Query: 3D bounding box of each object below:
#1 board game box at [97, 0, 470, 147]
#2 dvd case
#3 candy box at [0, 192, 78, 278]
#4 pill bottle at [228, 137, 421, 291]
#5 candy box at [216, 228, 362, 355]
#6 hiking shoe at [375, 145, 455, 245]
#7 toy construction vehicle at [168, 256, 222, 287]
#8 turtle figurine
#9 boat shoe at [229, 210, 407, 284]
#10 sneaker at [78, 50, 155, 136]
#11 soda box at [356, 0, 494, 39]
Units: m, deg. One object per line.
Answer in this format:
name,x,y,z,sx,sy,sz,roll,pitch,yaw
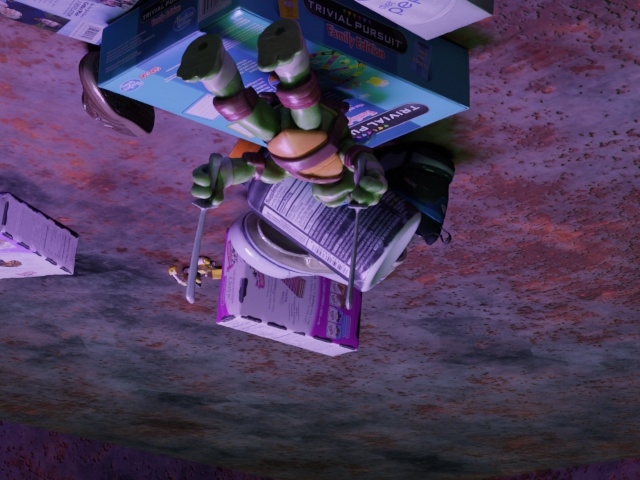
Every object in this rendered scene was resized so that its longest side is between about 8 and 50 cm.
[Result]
board game box,-0.039,-0.195,1.680,0.336,0.079,0.254,18,155,-39
dvd case,-0.321,-0.285,1.613,0.253,0.022,0.180,15,158,-24
candy box,-0.511,-0.003,2.388,0.165,0.070,0.196,-5,158,25
pill bottle,-0.003,-0.054,1.915,0.246,0.130,0.130,37,163,10
candy box,-0.045,0.079,2.368,0.233,0.159,0.071,20,155,-33
hiking shoe,0.038,-0.044,2.036,0.304,0.132,0.113,-9,156,36
toy construction vehicle,-0.199,0.060,2.537,0.086,0.035,0.098,-6,158,28
turtle figurine,-0.042,-0.077,1.548,0.198,0.274,0.266,25,155,43
boat shoe,0.000,0.000,2.251,0.302,0.109,0.094,11,147,-41
sneaker,-0.270,-0.174,1.847,0.071,0.066,0.188,0,160,17
soda box,0.040,-0.290,1.391,0.286,0.098,0.091,21,155,-40
